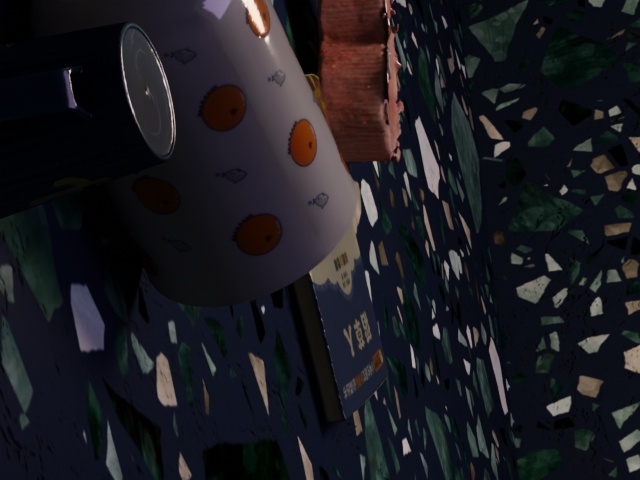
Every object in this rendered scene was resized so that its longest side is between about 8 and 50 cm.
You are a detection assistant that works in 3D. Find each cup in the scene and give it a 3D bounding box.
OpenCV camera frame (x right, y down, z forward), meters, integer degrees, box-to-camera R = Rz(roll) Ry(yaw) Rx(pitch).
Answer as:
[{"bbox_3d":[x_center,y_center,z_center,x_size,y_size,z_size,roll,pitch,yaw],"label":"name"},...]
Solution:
[{"bbox_3d":[-0.116,-0.127,1.607,0.212,0.212,0.317,-86,158,-51],"label":"cup"},{"bbox_3d":[-0.203,-0.094,1.340,0.176,0.155,0.131,5,72,-78],"label":"cup"}]

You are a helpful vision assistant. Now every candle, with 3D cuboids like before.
[{"bbox_3d":[0.050,-0.257,2.611,0.287,0.131,0.317,49,40,-76],"label":"candle"}]

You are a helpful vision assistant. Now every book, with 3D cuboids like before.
[{"bbox_3d":[0.000,0.000,2.333,0.300,0.039,0.428,-33,109,-76],"label":"book"}]
